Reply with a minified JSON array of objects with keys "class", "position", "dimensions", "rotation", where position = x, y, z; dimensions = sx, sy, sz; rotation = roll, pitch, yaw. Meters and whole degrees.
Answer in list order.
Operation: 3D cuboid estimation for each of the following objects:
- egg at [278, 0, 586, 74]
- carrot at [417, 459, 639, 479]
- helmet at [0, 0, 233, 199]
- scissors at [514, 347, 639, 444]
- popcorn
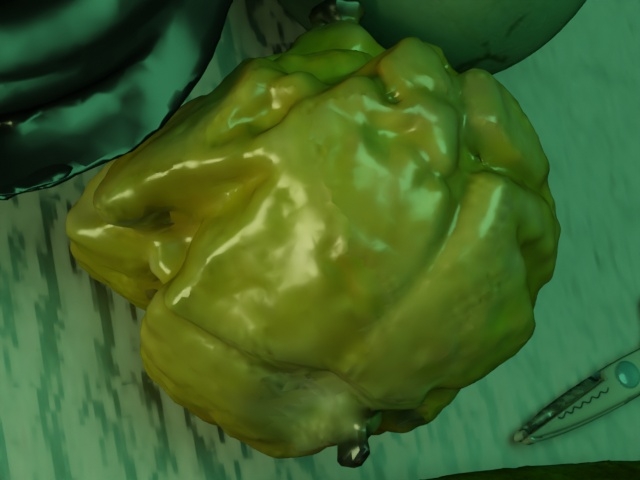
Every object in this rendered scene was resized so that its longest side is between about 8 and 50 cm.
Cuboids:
[{"class":"egg","position":[0.035,-0.170,0.695],"dimensions":[0.168,0.168,0.231],"rotation":[-2,82,-25]},{"class":"carrot","position":[0.084,0.116,0.694],"dimensions":[0.359,0.074,0.074],"rotation":[-5,78,-26]},{"class":"helmet","position":[-0.148,-0.146,0.612],"dimensions":[0.230,0.160,0.279],"rotation":[-17,95,-27]},{"class":"scissors","position":[0.122,0.053,0.758],"dimensions":[0.119,0.014,0.058],"rotation":[-24,82,-31]},{"class":"popcorn","position":[0.000,0.000,0.642],"dimensions":[0.148,0.167,0.152],"rotation":[51,33,-45]}]
